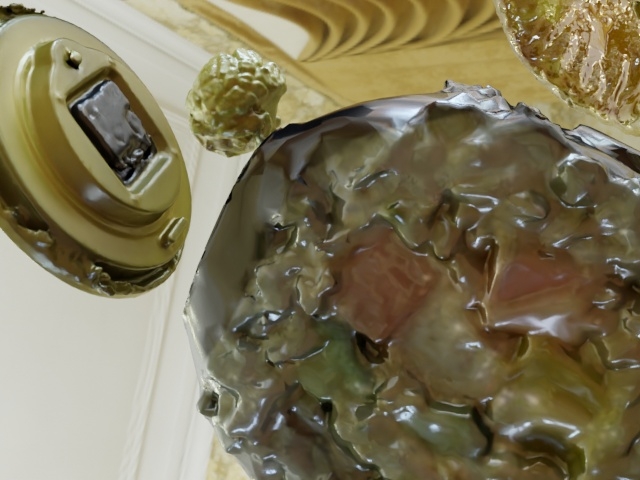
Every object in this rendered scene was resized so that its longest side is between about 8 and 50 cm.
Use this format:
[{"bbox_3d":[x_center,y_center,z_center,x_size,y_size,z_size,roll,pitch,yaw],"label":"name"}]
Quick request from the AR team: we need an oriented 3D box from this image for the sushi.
[{"bbox_3d":[0.094,0.050,0.555,0.285,0.329,0.327,-60,-5,-70],"label":"sushi"}]

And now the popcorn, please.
[{"bbox_3d":[-0.126,-0.202,1.153,0.173,0.142,0.173,-18,-69,-59],"label":"popcorn"}]

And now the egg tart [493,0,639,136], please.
[{"bbox_3d":[0.407,-0.321,1.055,0.169,0.388,0.387,-38,-54,-8],"label":"egg tart"}]

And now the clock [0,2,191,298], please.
[{"bbox_3d":[-0.161,-0.073,0.551,0.237,0.057,0.237,49,-152,-37],"label":"clock"}]
